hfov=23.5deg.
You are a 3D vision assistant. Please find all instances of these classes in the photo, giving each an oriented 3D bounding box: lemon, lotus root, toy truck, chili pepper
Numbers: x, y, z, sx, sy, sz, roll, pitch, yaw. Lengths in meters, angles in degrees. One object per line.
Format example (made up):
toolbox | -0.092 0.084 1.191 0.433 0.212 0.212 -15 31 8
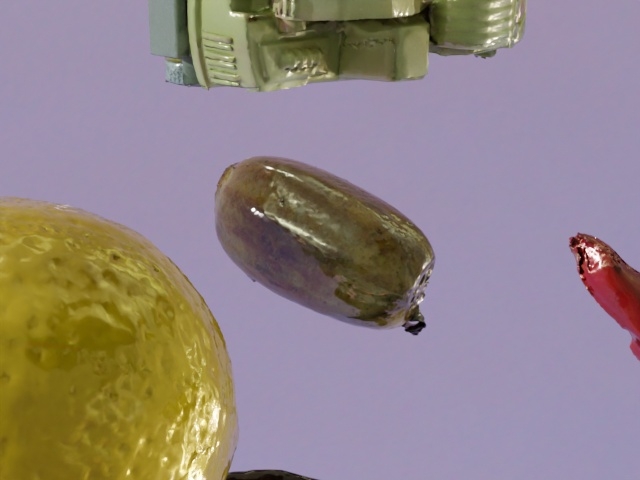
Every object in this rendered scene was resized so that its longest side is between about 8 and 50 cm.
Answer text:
lemon | -0.192 0.103 0.962 0.293 0.293 0.293 13 -115 -30
lotus root | 0.000 0.000 1.445 0.124 0.241 0.123 -66 -22 7
toy truck | 0.020 -0.113 0.682 0.191 0.116 0.085 -15 -65 -41
chili pepper | 0.443 0.128 1.890 0.387 0.110 0.110 40 -125 -11

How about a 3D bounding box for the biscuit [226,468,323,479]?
biscuit | -0.044 0.393 1.264 0.407 0.091 0.407 8 -116 -16
